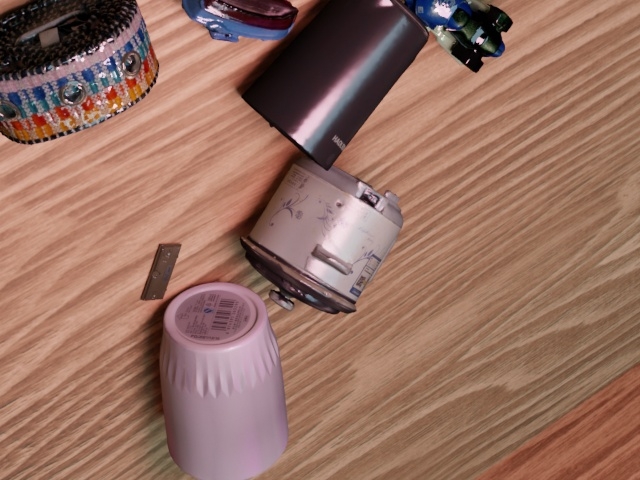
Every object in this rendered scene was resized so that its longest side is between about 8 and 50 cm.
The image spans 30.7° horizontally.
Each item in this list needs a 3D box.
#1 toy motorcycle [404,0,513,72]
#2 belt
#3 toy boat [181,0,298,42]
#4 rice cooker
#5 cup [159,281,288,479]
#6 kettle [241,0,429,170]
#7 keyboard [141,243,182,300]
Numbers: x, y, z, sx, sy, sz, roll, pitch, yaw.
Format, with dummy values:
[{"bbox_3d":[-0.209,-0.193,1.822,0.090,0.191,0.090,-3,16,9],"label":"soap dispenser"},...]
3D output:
[{"bbox_3d":[0.223,-0.425,2.121,0.331,0.196,0.125,26,104,-47],"label":"toy motorcycle"},{"bbox_3d":[-0.389,-0.251,1.748,0.295,0.207,0.160,-31,136,-14],"label":"belt"},{"bbox_3d":[-0.134,-0.370,1.950,0.223,0.100,0.097,3,145,-42],"label":"toy boat"},{"bbox_3d":[0.000,0.000,2.233,0.264,0.316,0.316,32,101,-24],"label":"rice cooker"},{"bbox_3d":[-0.197,0.283,2.339,0.253,0.253,0.371,-22,132,-24],"label":"cup"},{"bbox_3d":[0.052,-0.287,2.088,0.308,0.203,0.262,-49,126,1],"label":"kettle"},{"bbox_3d":[-0.305,0.061,2.236,0.049,0.015,0.129,-5,126,-44],"label":"keyboard"}]
